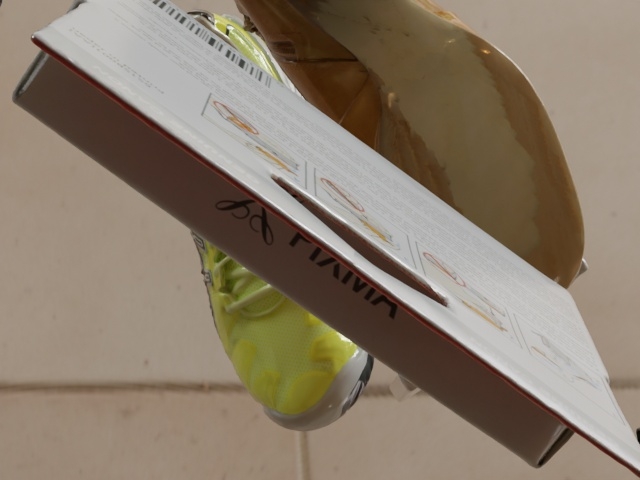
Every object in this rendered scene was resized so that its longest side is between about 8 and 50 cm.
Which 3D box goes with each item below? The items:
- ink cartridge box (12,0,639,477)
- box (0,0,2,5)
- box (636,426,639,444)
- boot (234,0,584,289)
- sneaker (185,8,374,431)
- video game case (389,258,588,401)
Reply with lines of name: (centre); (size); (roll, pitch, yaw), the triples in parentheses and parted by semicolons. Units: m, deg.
ink cartridge box: (0.000, 0.000, 0.615); (0.275, 0.239, 0.060); (36, 104, -9)
box: (-0.301, -0.200, 0.881); (0.179, 0.343, 0.312); (7, 31, -27)
box: (0.465, 0.146, 1.239); (0.322, 0.257, 0.079); (-15, 91, -39)
boot: (0.039, -0.096, 0.898); (0.104, 0.211, 0.295); (-37, 98, -1)
sneaker: (-0.065, -0.020, 1.255); (0.145, 0.147, 0.384); (-27, 62, 20)
video game case: (0.135, 0.076, 1.252); (0.173, 0.190, 0.022); (-34, 82, -5)
